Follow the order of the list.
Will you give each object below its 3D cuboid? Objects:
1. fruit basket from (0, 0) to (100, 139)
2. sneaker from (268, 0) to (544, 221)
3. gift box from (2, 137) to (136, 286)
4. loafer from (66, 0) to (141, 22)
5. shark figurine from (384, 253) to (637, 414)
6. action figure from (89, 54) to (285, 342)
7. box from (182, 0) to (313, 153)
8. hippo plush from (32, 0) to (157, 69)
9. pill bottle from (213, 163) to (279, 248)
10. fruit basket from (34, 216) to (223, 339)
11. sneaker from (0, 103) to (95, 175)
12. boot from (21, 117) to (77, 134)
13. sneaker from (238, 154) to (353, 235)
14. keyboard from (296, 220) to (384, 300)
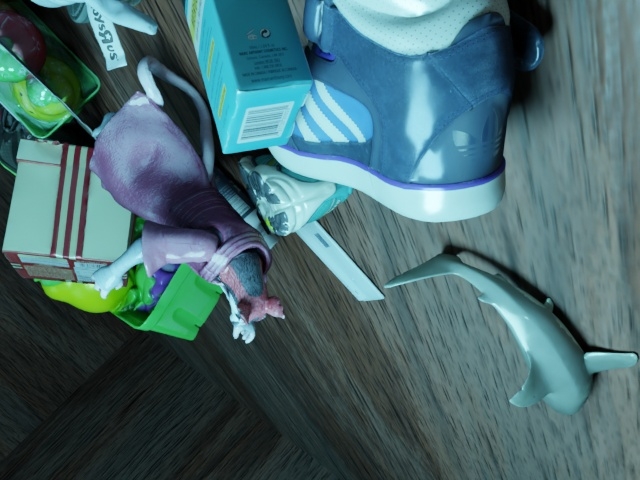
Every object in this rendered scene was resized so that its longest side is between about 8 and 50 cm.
[{"bbox_3d":[-0.526,-0.307,1.099,0.327,0.165,0.353,46,178,-5],"label":"fruit basket"},{"bbox_3d":[0.031,-0.169,0.543,0.323,0.130,0.236,35,142,54],"label":"sneaker"},{"bbox_3d":[-0.470,-0.065,1.304,0.255,0.258,0.276,8,161,-18],"label":"gift box"},{"bbox_3d":[-0.225,-0.322,0.759,0.267,0.084,0.096,1,102,55],"label":"loafer"},{"bbox_3d":[0.213,0.115,0.716,0.278,0.116,0.166,45,157,-7],"label":"shark figurine"},{"bbox_3d":[-0.147,-0.024,0.878,0.370,0.276,0.248,41,-168,34],"label":"action figure"},{"bbox_3d":[-0.077,-0.205,0.543,0.100,0.060,0.244,126,129,-65],"label":"box"},{"bbox_3d":[-0.344,-0.302,0.644,0.234,0.236,0.294,-9,97,56],"label":"hippo plush"},{"bbox_3d":[-0.160,-0.037,1.089,0.180,0.108,0.108,45,158,-3],"label":"pill bottle"},{"bbox_3d":[-0.465,0.069,1.565,0.392,0.283,0.392,29,167,8],"label":"fruit basket"},{"bbox_3d":[-0.702,-0.299,1.462,0.483,0.185,0.202,36,155,10],"label":"sneaker"},{"bbox_3d":[-0.573,-0.330,1.346,0.082,0.106,0.219,-118,24,-60],"label":"boot"},{"bbox_3d":[-0.032,-0.065,0.823,0.275,0.110,0.107,-147,35,-71],"label":"sneaker"},{"bbox_3d":[0.000,0.000,1.010,0.256,0.014,0.072,48,153,-10],"label":"keyboard"}]
